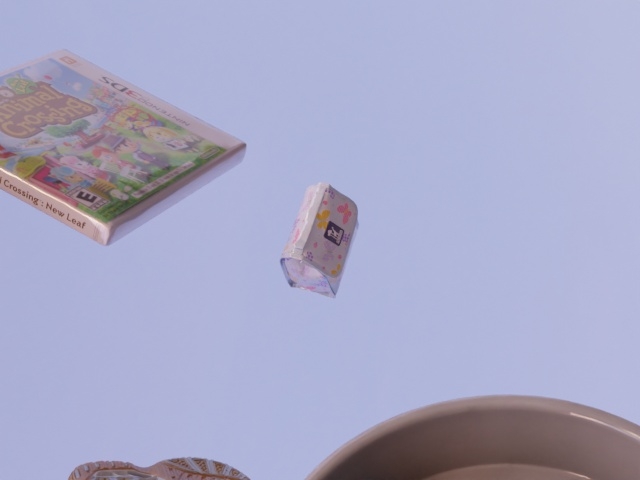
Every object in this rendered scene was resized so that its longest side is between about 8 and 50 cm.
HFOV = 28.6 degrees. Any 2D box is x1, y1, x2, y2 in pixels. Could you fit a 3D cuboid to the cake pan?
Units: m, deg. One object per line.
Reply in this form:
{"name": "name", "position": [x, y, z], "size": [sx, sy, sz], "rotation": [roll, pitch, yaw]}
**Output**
{"name": "cake pan", "position": [0.108, 0.214, 0.746], "size": [0.293, 0.293, 0.054], "rotation": [-56, -34, -41]}

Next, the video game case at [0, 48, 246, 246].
{"name": "video game case", "position": [-0.188, -0.082, 0.991], "size": [0.193, 0.023, 0.212], "rotation": [28, -150, 13]}

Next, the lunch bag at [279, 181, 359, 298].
{"name": "lunch bag", "position": [0.000, 0.000, 1.021], "size": [0.083, 0.053, 0.071], "rotation": [70, -143, -65]}

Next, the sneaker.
{"name": "sneaker", "position": [-0.070, 0.118, 0.555], "size": [0.083, 0.032, 0.036], "rotation": [3, -75, -10]}
